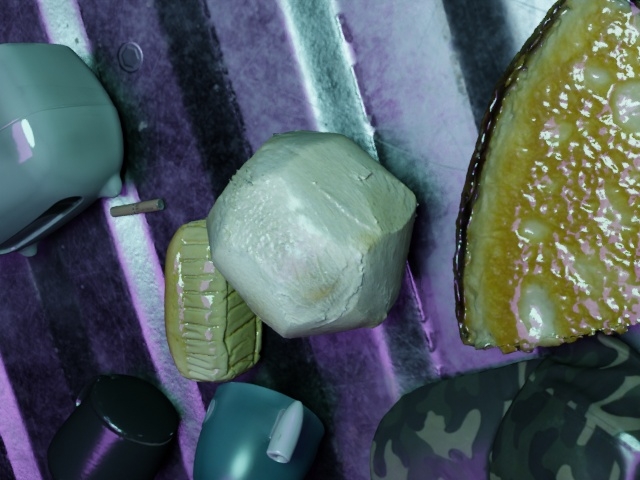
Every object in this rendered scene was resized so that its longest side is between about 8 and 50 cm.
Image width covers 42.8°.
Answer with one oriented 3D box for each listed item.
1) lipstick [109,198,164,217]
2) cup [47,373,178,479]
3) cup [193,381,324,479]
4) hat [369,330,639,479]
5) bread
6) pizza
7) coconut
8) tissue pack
[{"bbox_3d":[-0.281,-0.049,1.249,0.094,0.019,0.018,-8,98,27],"label":"lipstick"},{"bbox_3d":[-0.333,0.297,1.287,0.176,0.169,0.223,-57,45,21],"label":"cup"},{"bbox_3d":[-0.098,0.310,1.126,0.168,0.173,0.299,28,147,-10],"label":"cup"},{"bbox_3d":[0.242,0.305,0.987,0.382,0.257,0.366,-19,91,9],"label":"hat"},{"bbox_3d":[-0.151,0.082,1.148,0.106,0.140,0.236,5,100,28],"label":"bread"},{"bbox_3d":[0.304,-0.085,0.888,0.435,0.080,0.391,-16,89,33],"label":"pizza"},{"bbox_3d":[0.000,0.000,1.007,0.247,0.245,0.245,41,116,7],"label":"coconut"},{"bbox_3d":[-0.456,-0.113,1.197,0.333,0.229,0.235,-30,86,28],"label":"tissue pack"}]
